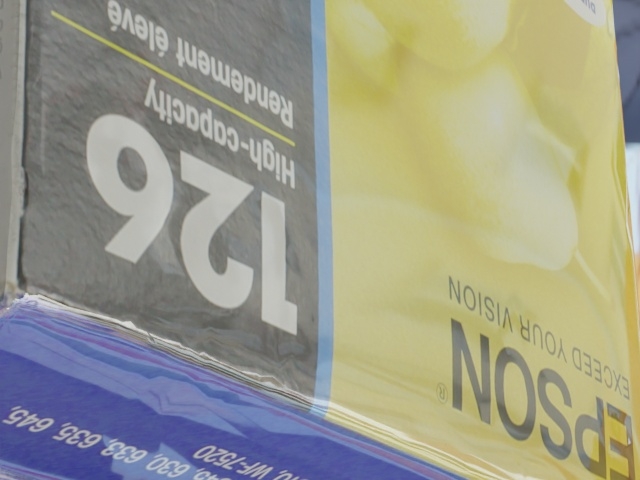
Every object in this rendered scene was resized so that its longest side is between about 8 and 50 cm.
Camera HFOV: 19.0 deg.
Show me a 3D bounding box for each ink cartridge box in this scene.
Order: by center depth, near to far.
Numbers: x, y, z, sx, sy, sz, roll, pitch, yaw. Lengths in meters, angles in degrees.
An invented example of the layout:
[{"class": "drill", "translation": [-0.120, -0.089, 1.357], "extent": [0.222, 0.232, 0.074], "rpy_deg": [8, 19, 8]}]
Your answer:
[{"class": "ink cartridge box", "translation": [0.000, 0.000, 0.534], "extent": [0.072, 0.303, 0.307], "rpy_deg": [-18, -118, 30]}]
